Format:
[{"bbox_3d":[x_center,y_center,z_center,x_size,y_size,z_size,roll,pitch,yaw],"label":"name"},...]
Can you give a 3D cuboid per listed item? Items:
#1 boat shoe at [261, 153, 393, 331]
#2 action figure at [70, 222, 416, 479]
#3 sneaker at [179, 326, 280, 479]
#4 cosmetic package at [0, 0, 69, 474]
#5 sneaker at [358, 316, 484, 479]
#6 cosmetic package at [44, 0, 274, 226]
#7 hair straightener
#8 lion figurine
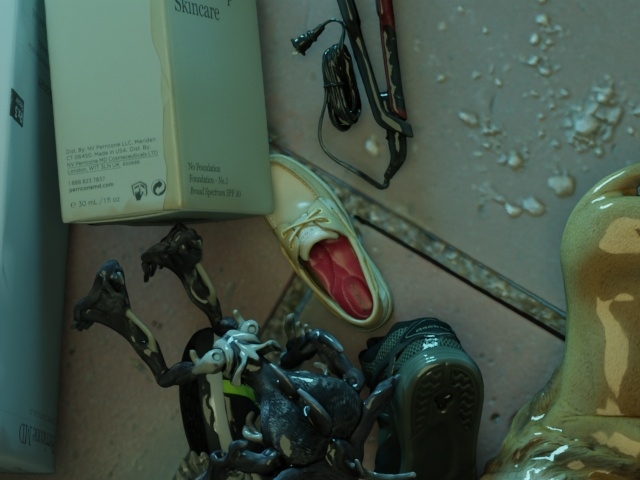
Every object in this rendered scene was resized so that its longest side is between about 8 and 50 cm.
[{"bbox_3d":[0.000,0.000,1.598,0.063,0.059,0.170,-39,86,5],"label":"boat shoe"},{"bbox_3d":[-0.051,0.114,1.498,0.164,0.141,0.276,-41,75,-21],"label":"action figure"},{"bbox_3d":[-0.047,0.180,1.608,0.097,0.084,0.234,-15,89,-18],"label":"sneaker"},{"bbox_3d":[-0.288,-0.016,1.524,0.156,0.217,0.385,-1,81,6],"label":"cosmetic package"},{"bbox_3d":[0.077,0.158,1.584,0.087,0.130,0.227,-1,120,-8],"label":"sneaker"},{"bbox_3d":[-0.130,-0.168,1.547,0.113,0.160,0.309,-5,88,25],"label":"cosmetic package"},{"bbox_3d":[0.022,-0.153,1.609,0.089,0.047,0.230,-9,93,7],"label":"hair straightener"},{"bbox_3d":[0.239,0.083,1.526,0.240,0.142,0.392,4,85,-3],"label":"lion figurine"}]
